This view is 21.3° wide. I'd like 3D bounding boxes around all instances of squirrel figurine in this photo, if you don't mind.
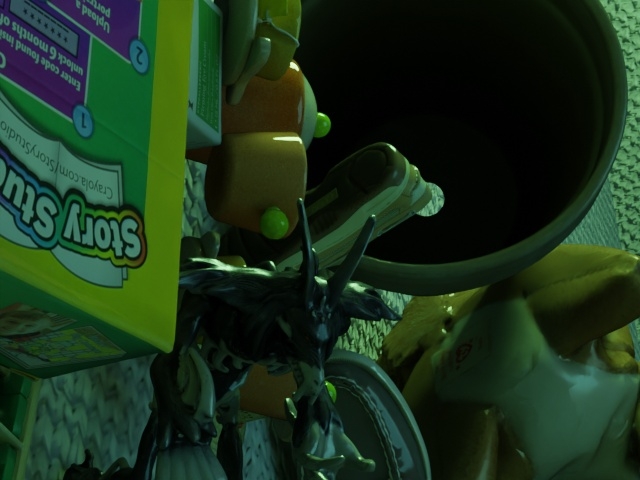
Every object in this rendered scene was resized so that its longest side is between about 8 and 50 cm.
[{"bbox_3d":[0.245,0.206,1.661,0.370,0.397,0.281,41,78,-25],"label":"squirrel figurine"}]

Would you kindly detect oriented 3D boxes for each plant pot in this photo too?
[{"bbox_3d":[0.095,-0.081,1.495,0.280,0.323,0.323,77,12,-71],"label":"plant pot"}]

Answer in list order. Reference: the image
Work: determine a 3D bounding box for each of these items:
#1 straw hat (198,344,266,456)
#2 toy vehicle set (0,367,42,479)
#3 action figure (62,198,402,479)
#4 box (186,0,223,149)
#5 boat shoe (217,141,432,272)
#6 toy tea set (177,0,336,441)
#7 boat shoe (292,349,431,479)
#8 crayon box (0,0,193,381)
[{"bbox_3d":[-0.056,0.110,1.296,0.144,0.061,0.144,-8,90,-71],"label":"straw hat"},{"bbox_3d":[-0.204,0.041,0.923,0.166,0.035,0.267,58,31,-51],"label":"toy vehicle set"},{"bbox_3d":[-0.046,0.104,0.982,0.164,0.276,0.141,5,49,-36],"label":"action figure"},{"bbox_3d":[-0.125,-0.115,1.115,0.087,0.102,0.101,37,50,-62],"label":"box"},{"bbox_3d":[0.000,0.000,1.293,0.072,0.190,0.068,39,35,-41],"label":"boat shoe"},{"bbox_3d":[-0.031,-0.020,1.194,0.200,0.124,0.336,143,-50,-62],"label":"toy tea set"},{"bbox_3d":[0.033,0.254,1.428,0.097,0.116,0.324,-58,143,-66],"label":"boat shoe"},{"bbox_3d":[-0.202,-0.134,0.820,0.363,0.106,0.313,34,52,-53],"label":"crayon box"}]
